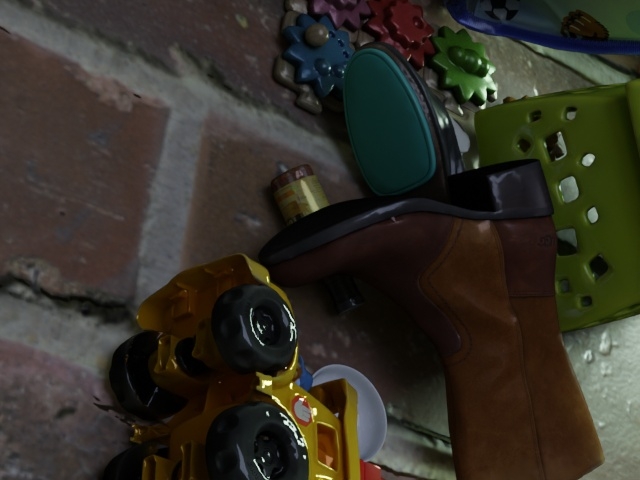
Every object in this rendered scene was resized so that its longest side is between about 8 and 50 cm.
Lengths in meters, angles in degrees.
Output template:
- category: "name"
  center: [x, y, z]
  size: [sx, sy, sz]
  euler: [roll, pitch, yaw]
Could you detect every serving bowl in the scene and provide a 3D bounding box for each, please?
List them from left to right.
- category: "serving bowl"
  center: [0.013, 0.144, 1.182]
  size: [0.083, 0.027, 0.083]
  euler: [17, 59, -31]

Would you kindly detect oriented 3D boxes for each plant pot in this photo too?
- category: "plant pot"
  center: [0.309, -0.046, 1.363]
  size: [0.227, 0.207, 0.228]
  euler: [-12, 88, -42]

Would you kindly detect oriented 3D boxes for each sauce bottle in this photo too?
- category: "sauce bottle"
  center: [0.000, 0.000, 1.233]
  size: [0.042, 0.042, 0.128]
  euler: [-17, 78, -42]

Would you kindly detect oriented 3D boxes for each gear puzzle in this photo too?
- category: "gear puzzle"
  center: [0.111, -0.148, 1.390]
  size: [0.339, 0.044, 0.175]
  euler: [26, 55, -26]

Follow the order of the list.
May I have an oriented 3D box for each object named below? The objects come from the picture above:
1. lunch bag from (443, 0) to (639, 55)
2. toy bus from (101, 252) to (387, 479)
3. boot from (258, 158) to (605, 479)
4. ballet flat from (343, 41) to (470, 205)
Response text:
- category: "lunch bag"
  center: [0.321, -0.364, 1.452]
  size: [0.239, 0.385, 0.328]
  euler: [58, 38, -46]
- category: "toy bus"
  center: [-0.035, 0.147, 1.071]
  size: [0.211, 0.149, 0.220]
  euler: [23, 53, -38]
- category: "boot"
  center: [0.094, 0.095, 1.202]
  size: [0.264, 0.096, 0.280]
  euler: [-15, 98, -29]
- category: "ballet flat"
  center: [0.097, -0.044, 1.302]
  size: [0.096, 0.095, 0.280]
  euler: [-21, 95, -52]
